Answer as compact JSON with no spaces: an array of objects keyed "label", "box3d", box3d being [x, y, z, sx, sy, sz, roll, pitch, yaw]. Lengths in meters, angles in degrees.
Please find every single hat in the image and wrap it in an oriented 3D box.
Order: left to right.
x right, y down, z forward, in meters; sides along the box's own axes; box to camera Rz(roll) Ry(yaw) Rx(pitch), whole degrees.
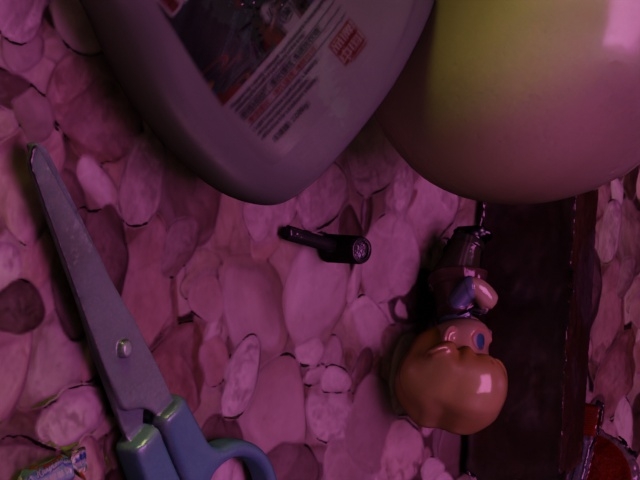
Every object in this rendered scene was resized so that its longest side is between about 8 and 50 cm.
[{"label":"hat","box3d":[0.291,0.280,1.961,0.227,0.129,0.140,60,23,-62]}]

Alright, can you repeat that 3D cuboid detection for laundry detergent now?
[{"label":"laundry detergent","box3d":[-0.088,-0.227,1.305,0.264,0.125,0.398,-51,132,-7]}]

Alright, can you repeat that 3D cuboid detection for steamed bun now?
[{"label":"steamed bun","box3d":[0.160,-0.188,1.520,0.206,0.324,0.324,13,84,-35]}]

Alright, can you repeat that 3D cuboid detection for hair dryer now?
[{"label":"hair dryer","box3d":[0.000,0.000,1.557,0.083,0.047,0.026,19,78,-39]}]

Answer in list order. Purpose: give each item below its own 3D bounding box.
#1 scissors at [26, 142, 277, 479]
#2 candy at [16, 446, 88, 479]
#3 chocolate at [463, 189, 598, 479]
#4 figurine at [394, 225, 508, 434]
[{"label":"scissors","box3d":[-0.142,0.114,1.379,0.192,0.029,0.447,-47,130,-39]},{"label":"candy","box3d":[-0.199,0.175,1.316,0.083,0.020,0.030,-26,112,-48]},{"label":"chocolate","box3d":[0.219,0.092,1.825,0.112,0.112,0.321,0,93,-64]},{"label":"figurine","box3d":[0.134,0.088,1.704,0.108,0.114,0.196,17,65,-9]}]
